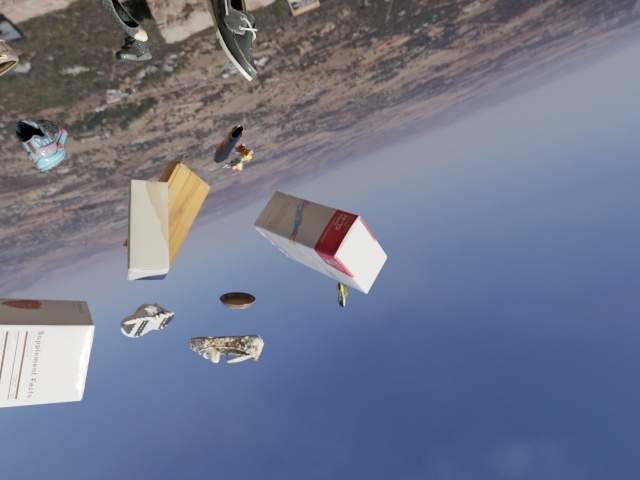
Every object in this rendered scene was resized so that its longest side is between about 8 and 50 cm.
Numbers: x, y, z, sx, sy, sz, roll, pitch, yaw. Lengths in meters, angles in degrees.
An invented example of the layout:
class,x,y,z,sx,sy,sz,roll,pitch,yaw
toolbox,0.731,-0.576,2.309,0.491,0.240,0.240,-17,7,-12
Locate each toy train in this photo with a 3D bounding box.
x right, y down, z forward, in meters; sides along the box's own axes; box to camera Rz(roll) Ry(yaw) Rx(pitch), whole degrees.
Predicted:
class,x,y,z,sx,sy,sz,roll,pitch,yaw
toy train,-0.370,-0.372,1.835,0.125,0.046,0.166,11,-123,33

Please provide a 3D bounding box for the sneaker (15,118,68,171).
class,x,y,z,sx,sy,sz,roll,pitch,yaw
sneaker,-0.845,-0.323,1.217,0.104,0.125,0.262,-34,-130,-10

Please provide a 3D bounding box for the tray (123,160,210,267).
class,x,y,z,sx,sy,sz,roll,pitch,yaw
tray,-0.644,-0.112,1.727,0.076,0.203,0.412,8,-112,34

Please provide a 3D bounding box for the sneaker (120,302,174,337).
class,x,y,z,sx,sy,sz,roll,pitch,yaw
sneaker,-0.773,0.338,1.757,0.110,0.118,0.292,-51,168,6

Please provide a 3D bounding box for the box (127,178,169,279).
class,x,y,z,sx,sy,sz,roll,pitch,yaw
box,-0.583,-0.032,1.356,0.121,0.312,0.148,2,162,-28

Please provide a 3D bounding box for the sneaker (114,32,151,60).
class,x,y,z,sx,sy,sz,roll,pitch,yaw
sneaker,-0.807,-0.827,1.705,0.087,0.131,0.228,-1,-151,12

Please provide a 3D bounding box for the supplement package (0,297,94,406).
class,x,y,z,sx,sy,sz,roll,pitch,yaw
supplement package,-0.659,0.227,0.846,0.292,0.176,0.177,9,-175,-36

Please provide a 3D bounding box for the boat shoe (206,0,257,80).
class,x,y,z,sx,sy,sz,roll,pitch,yaw
boat shoe,-0.173,-0.442,0.842,0.079,0.233,0.084,-25,161,17

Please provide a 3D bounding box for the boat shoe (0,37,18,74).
class,x,y,z,sx,sy,sz,roll,pitch,yaw
boat shoe,-0.991,-0.439,1.105,0.324,0.097,0.116,-44,-166,-8

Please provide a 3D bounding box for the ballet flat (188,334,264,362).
class,x,y,z,sx,sy,sz,roll,pitch,yaw
ballet flat,-0.292,0.330,1.220,0.240,0.077,0.091,-5,147,9

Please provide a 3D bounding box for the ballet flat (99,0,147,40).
class,x,y,z,sx,sy,sz,roll,pitch,yaw
ballet flat,-0.593,-0.677,1.213,0.049,0.173,0.058,-32,-161,37

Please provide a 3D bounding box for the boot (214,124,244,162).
class,x,y,z,sx,sy,sz,roll,pitch,yaw
boot,-0.265,-0.285,1.170,0.087,0.042,0.119,-19,-138,60

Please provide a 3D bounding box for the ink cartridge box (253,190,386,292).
class,x,y,z,sx,sy,sz,roll,pitch,yaw
ink cartridge box,0.000,0.000,1.113,0.306,0.226,0.131,23,-106,38

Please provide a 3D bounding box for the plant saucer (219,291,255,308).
class,x,y,z,sx,sy,sz,roll,pitch,yaw
plant saucer,-0.392,0.286,1.905,0.168,0.029,0.168,6,-168,-1

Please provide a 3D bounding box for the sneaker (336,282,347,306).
class,x,y,z,sx,sy,sz,roll,pitch,yaw
sneaker,0.079,0.185,1.370,0.035,0.084,0.031,5,161,-36
